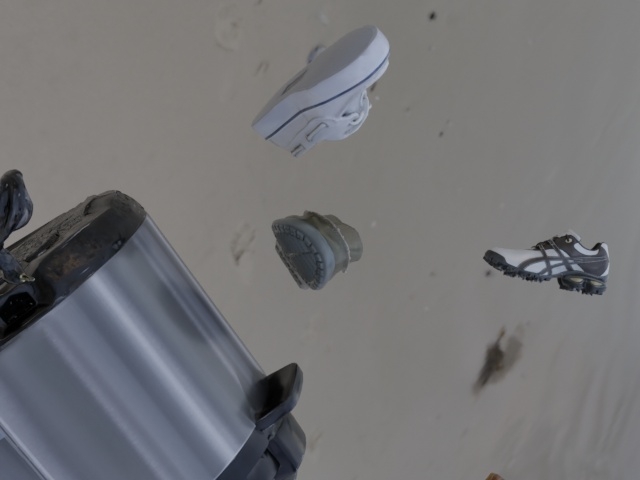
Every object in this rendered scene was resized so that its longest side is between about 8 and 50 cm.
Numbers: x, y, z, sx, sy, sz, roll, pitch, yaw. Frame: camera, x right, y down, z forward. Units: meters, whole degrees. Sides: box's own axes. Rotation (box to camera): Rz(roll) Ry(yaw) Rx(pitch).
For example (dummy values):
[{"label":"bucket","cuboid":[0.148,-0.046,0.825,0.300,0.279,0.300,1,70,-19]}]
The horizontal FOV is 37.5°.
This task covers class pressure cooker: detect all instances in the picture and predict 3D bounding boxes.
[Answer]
[{"label":"pressure cooker","cuboid":[-0.246,0.206,1.037,0.375,0.370,0.420,-44,107,-30]}]

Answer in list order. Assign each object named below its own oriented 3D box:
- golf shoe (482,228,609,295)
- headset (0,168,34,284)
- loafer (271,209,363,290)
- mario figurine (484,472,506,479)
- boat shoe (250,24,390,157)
[{"label":"golf shoe","cuboid":[0.348,0.023,1.448,0.077,0.198,0.094,-171,-86,-81]},{"label":"headset","cuboid":[-0.280,0.080,0.481,0.185,0.243,0.394,-42,-171,40]},{"label":"loafer","cuboid":[0.000,0.000,1.094,0.087,0.094,0.251,-33,-179,-7]},{"label":"mario figurine","cuboid":[0.336,0.503,1.382,0.198,0.320,0.170,-50,162,-10]},{"label":"boat shoe","cuboid":[0.015,-0.154,1.028,0.095,0.084,0.258,-56,-164,-21]}]
